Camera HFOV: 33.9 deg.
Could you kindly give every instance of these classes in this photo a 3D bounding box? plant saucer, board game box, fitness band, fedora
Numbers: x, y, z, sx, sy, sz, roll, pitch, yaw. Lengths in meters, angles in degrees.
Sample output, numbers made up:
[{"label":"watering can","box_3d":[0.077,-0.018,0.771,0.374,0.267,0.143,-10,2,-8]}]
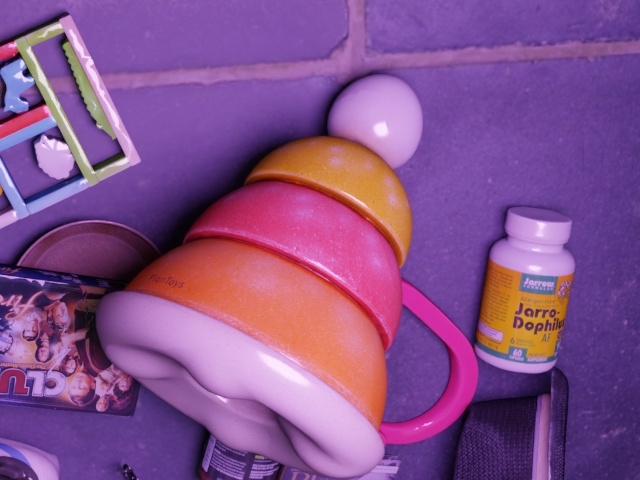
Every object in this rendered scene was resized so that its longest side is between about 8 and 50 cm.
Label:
[{"label":"plant saucer","box_3d":[-0.282,0.065,1.291,0.198,0.036,0.199,-5,109,-16]},{"label":"board game box","box_3d":[-0.327,0.118,1.251,0.243,0.042,0.165,9,105,-21]},{"label":"fitness band","box_3d":[0.090,0.167,1.443,0.209,0.054,0.291,-48,116,-1]},{"label":"fedora","box_3d":[0.264,0.338,1.472,0.152,0.334,0.334,3,110,13]}]

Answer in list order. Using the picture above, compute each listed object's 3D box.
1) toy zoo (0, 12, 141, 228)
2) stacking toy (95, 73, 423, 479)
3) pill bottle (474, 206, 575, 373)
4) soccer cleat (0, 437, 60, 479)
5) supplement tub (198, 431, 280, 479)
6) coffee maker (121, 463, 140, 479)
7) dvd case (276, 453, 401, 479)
[{"label":"toy zoo","box_3d":[-0.379,-0.112,1.201,0.293,0.030,0.192,-26,114,-9]},{"label":"stacking toy","box_3d":[0.000,0.000,1.216,0.350,0.350,0.480,40,67,-25]},{"label":"pill bottle","box_3d":[0.281,0.065,1.429,0.117,0.117,0.208,2,106,-19]},{"label":"soccer cleat","box_3d":[-0.476,0.290,1.268,0.331,0.143,0.116,5,91,4]},{"label":"supplement tub","box_3d":[-0.087,0.232,1.374,0.106,0.106,0.198,12,104,-21]},{"label":"coffee maker","box_3d":[-0.276,0.411,1.369,0.178,0.120,0.171,-35,89,-14]},{"label":"dvd case","box_3d":[0.002,0.383,1.474,0.164,0.018,0.221,8,119,-20]}]
